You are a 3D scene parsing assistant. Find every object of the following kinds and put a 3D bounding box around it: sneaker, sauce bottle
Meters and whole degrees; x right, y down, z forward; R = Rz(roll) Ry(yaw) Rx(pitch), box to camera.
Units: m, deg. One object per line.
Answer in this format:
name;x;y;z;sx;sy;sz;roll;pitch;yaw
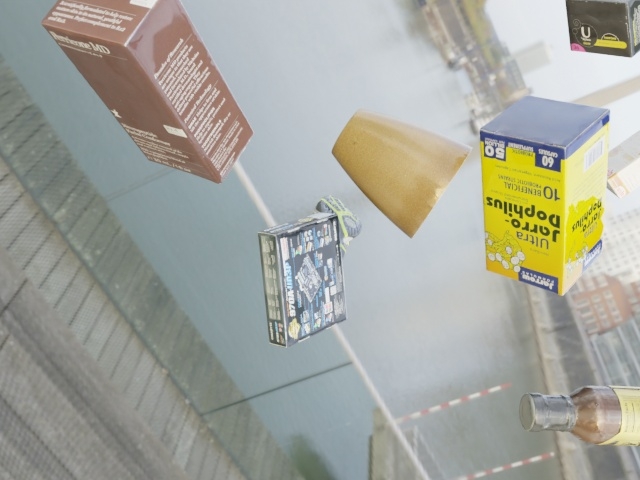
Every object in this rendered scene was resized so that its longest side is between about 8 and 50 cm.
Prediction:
sneaker;0.000;0.000;1.990;0.145;0.147;0.384;42;28;-1
sauce bottle;0.543;0.324;1.393;0.111;0.344;0.111;-175;-90;-83

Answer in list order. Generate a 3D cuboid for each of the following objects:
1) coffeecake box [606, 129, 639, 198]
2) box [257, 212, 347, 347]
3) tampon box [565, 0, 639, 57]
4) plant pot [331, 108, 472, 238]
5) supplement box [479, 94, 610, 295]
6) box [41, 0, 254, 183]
coffeecake box;0.788;-0.201;1.875;0.068;0.185;0.142;50;14;-15
box;-0.030;0.071;1.419;0.175;0.051;0.220;-20;110;-45
tampon box;0.524;-0.401;1.296;0.120;0.161;0.101;25;-36;47
plant pot;0.161;-0.173;1.642;0.254;0.237;0.237;35;17;4
supplement box;0.476;-0.098;1.597;0.195;0.194;0.356;-36;130;-34
box;-0.280;-0.272;1.303;0.143;0.191;0.381;-59;151;-20
